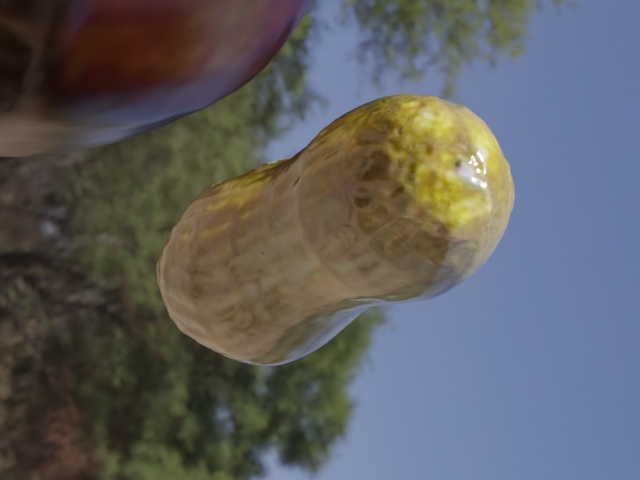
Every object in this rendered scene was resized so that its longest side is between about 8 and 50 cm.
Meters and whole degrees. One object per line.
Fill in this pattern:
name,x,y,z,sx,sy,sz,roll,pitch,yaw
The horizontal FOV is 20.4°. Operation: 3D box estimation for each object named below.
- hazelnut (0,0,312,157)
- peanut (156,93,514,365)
hazelnut,-0.068,-0.122,0.488,0.234,0.218,0.218,-40,-115,44
peanut,0.000,0.000,0.743,0.207,0.087,0.087,-24,-97,50
